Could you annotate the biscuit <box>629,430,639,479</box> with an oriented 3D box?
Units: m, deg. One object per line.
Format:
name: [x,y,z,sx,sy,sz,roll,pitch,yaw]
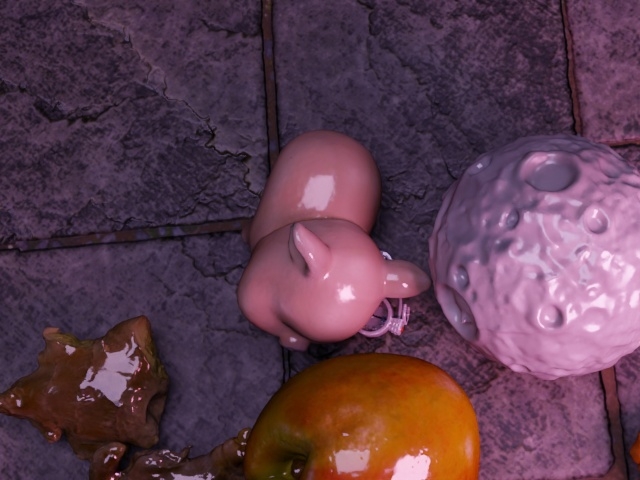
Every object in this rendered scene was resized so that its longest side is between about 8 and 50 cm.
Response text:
biscuit: [0.591,0.361,1.815,0.312,0.110,0.318,-18,74,4]

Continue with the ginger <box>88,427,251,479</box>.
ginger: [-0.224,0.351,1.921,0.333,0.080,0.166,-13,100,9]

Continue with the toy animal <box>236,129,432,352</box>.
toy animal: [0.000,0.000,1.928,0.237,0.269,0.326,21,81,-31]

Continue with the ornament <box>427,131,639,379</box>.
ornament: [0.304,0.027,1.827,0.337,0.337,0.337,-2,74,7]

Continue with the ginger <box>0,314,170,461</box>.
ginger: [-0.352,0.226,1.963,0.270,0.123,0.219,-15,91,9]

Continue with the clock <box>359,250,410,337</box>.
clock: [0.092,0.081,1.990,0.087,0.041,0.129,10,81,14]

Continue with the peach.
peach: [0.067,0.290,1.808,0.332,0.308,0.308,-12,68,-40]
